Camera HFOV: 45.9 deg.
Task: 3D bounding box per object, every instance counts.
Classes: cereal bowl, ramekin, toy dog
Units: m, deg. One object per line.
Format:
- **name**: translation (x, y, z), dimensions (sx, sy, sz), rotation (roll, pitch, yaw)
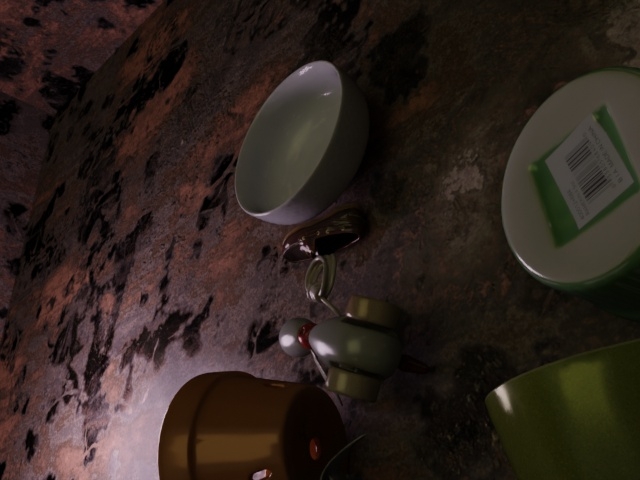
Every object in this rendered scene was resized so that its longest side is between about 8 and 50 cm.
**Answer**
- **cereal bowl**: translation (-0.020, -0.178, 1.515), dimensions (0.339, 0.141, 0.339), rotation (-32, 44, 37)
- **ramekin**: translation (0.363, -0.061, 0.916), dimensions (0.303, 0.148, 0.303), rotation (-32, 51, 51)
- **toy dog**: translation (0.059, 0.175, 1.252), dimensions (0.220, 0.161, 0.333), rotation (-63, 21, 8)

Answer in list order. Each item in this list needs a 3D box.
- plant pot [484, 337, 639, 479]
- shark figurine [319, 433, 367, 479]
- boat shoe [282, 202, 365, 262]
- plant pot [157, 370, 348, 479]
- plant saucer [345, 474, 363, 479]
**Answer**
- **plant pot**: translation (0.333, 0.272, 0.742), dimensions (0.275, 0.275, 0.293), rotation (-31, 58, 38)
- **shark figurine**: translation (0.082, 0.394, 1.078), dimensions (0.116, 0.278, 0.166), rotation (-25, 5, -7)
- **boat shoe**: translation (0.000, 0.000, 1.452), dimensions (0.207, 0.073, 0.073), rotation (-31, 46, 39)
- **plant pot**: translation (-0.089, 0.347, 1.219), dimensions (0.203, 0.291, 0.290), rotation (-14, 58, 29)
- **plant saucer**: translation (0.038, 0.458, 1.147), dimensions (0.018, 0.067, 0.192), rotation (-5, 65, 24)
